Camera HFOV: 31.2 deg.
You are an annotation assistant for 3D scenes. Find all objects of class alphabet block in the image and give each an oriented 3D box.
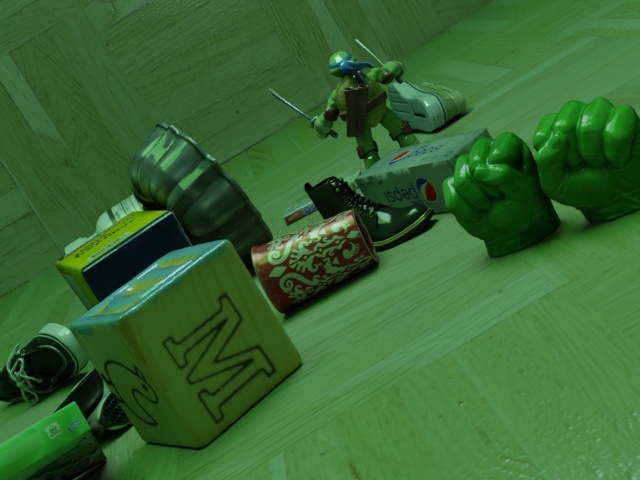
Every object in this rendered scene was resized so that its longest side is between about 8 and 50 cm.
[{"bbox_3d":[-0.178,0.136,1.511,0.193,0.197,0.192,-37,13,-28],"label":"alphabet block"}]

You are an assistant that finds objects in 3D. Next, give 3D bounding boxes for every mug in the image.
[{"bbox_3d":[-0.006,0.020,1.767,0.169,0.113,0.150,-25,15,10],"label":"mug"}]

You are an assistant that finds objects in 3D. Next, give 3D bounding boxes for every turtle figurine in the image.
[{"bbox_3d":[0.090,-0.254,2.239,0.197,0.266,0.274,-37,14,-25],"label":"turtle figurine"}]

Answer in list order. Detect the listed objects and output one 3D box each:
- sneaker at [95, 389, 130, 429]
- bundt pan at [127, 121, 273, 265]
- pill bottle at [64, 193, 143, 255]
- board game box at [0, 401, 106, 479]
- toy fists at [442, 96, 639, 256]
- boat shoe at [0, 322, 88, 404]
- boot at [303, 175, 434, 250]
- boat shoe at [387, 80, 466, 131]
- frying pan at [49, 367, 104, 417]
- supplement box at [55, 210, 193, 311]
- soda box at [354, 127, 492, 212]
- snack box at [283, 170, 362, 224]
[{"bbox_3d":[-0.301,0.248,1.726,0.075,0.057,0.161,-45,7,28],"label":"sneaker"},{"bbox_3d":[-0.243,-0.062,2.178,0.124,0.331,0.331,-44,15,-15],"label":"bundt pan"},{"bbox_3d":[-0.346,-0.009,2.447,0.362,0.210,0.210,-32,12,-4],"label":"pill bottle"},{"bbox_3d":[-0.430,0.326,1.457,0.317,0.046,0.213,-30,-16,-15],"label":"board game box"},{"bbox_3d":[0.275,-0.078,1.403,0.279,0.142,0.096,-21,16,39],"label":"toy fists"},{"bbox_3d":[-0.541,0.242,2.157,0.306,0.113,0.105,-21,22,49],"label":"boat shoe"},{"bbox_3d":[0.070,-0.054,1.807,0.197,0.137,0.077,-21,16,37],"label":"boot"},{"bbox_3d":[0.230,-0.295,2.508,0.094,0.109,0.302,-18,19,-11],"label":"boat shoe"},{"bbox_3d":[-0.400,0.287,1.763,0.197,0.053,0.326,-51,0,-19],"label":"frying pan"},{"bbox_3d":[-0.343,0.074,2.145,0.195,0.194,0.356,-35,13,-17],"label":"supplement box"},{"bbox_3d":[0.177,-0.102,1.849,0.098,0.091,0.286,-38,14,-25],"label":"soda box"},{"bbox_3d":[0.006,-0.089,2.362,0.178,0.022,0.064,-28,14,15],"label":"snack box"}]
